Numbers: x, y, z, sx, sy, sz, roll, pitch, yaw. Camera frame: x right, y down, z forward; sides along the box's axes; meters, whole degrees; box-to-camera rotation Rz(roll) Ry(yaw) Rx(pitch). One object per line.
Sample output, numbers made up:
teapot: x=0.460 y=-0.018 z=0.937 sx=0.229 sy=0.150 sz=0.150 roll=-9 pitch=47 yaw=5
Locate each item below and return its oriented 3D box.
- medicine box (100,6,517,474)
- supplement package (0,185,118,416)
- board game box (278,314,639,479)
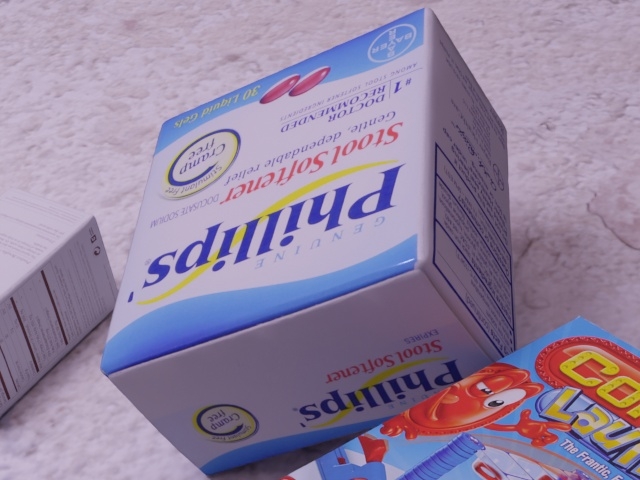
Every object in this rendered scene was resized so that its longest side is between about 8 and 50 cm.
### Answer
medicine box: x=0.000 y=0.000 z=0.993 sx=0.263 sy=0.149 sz=0.289 roll=-20 pitch=39 yaw=23
supplement package: x=-0.275 y=0.055 z=1.095 sx=0.105 sy=0.105 sz=0.179 roll=19 pitch=47 yaw=30
board game box: x=0.138 y=0.196 z=0.722 sx=0.302 sy=0.086 sz=0.308 roll=-25 pitch=33 yaw=-24
